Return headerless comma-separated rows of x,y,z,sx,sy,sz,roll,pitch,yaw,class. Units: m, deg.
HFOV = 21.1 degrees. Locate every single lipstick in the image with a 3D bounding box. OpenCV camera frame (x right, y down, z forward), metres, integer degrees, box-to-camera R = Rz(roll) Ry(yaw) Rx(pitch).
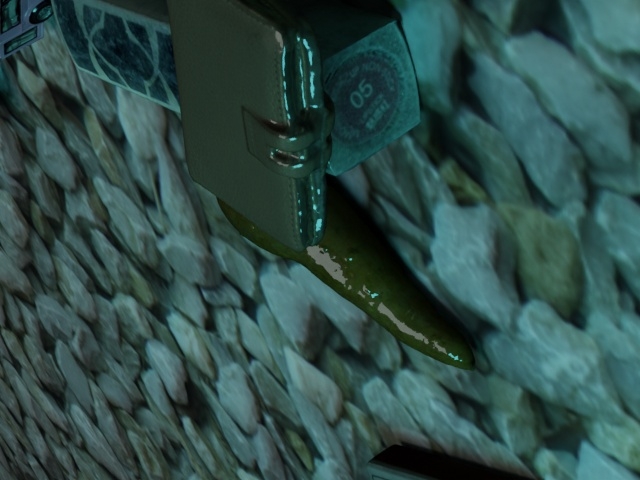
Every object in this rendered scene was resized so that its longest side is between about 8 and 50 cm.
-0.061,-0.116,1.028,0.289,0.076,0.077,26,141,49,lipstick

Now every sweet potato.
0.001,0.000,1.084,0.249,0.059,0.069,38,170,29,sweet potato

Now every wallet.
-0.037,-0.073,0.905,0.118,0.038,0.153,40,145,36,wallet

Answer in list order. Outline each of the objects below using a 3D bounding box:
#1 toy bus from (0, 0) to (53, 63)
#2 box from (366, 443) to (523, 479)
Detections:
-0.241,-0.205,1.239,0.063,0.090,0.203,48,155,17,toy bus
0.108,0.203,1.153,0.177,0.036,0.115,6,126,60,box
